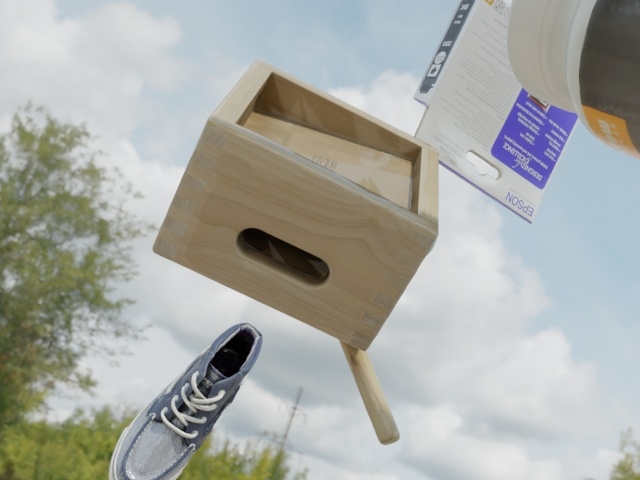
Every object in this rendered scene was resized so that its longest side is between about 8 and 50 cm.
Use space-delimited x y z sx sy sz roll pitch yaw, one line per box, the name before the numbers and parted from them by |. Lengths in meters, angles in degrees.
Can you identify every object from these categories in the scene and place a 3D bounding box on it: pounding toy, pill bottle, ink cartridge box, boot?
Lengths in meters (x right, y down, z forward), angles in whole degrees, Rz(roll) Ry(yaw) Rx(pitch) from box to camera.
pounding toy | 0.000 0.000 0.414 0.141 0.130 0.100 26 -63 -5
pill bottle | 0.255 -0.110 0.508 0.162 0.162 0.278 39 -1 -40
ink cartridge box | 0.209 -0.155 0.974 0.206 0.208 0.045 30 -8 -29
boot | -0.126 0.155 0.787 0.069 0.190 0.086 35 -40 0
